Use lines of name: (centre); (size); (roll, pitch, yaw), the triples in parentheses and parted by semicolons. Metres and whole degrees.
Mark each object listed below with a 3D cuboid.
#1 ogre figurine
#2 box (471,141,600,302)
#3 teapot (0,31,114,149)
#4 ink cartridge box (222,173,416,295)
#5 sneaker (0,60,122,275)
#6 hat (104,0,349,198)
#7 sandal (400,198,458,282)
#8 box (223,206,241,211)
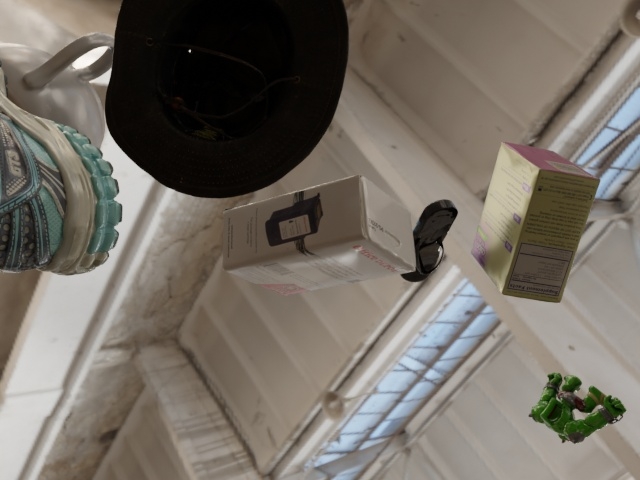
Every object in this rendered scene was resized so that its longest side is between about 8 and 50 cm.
ogre figurine: (0.486, 0.327, 1.437); (0.197, 0.118, 0.097); (35, -17, 49)
box: (0.397, -0.039, 1.396); (0.213, 0.117, 0.242); (-105, -154, -70)
teapot: (-0.402, -0.177, 1.062); (0.256, 0.187, 0.252); (14, -57, 28)
ink cartridge box: (0.000, 0.000, 1.095); (0.237, 0.172, 0.100); (-13, -113, 28)
sneaker: (-0.256, -0.073, 0.461); (0.283, 0.122, 0.110); (30, -72, 25)
hat: (-0.102, -0.207, 0.921); (0.332, 0.134, 0.331); (-2, -96, 15)
sandal: (0.221, 0.017, 1.537); (0.254, 0.097, 0.054); (100, -27, -53)
box: (-0.067, -0.036, 1.343); (0.114, 0.207, 0.036); (95, -15, -70)
